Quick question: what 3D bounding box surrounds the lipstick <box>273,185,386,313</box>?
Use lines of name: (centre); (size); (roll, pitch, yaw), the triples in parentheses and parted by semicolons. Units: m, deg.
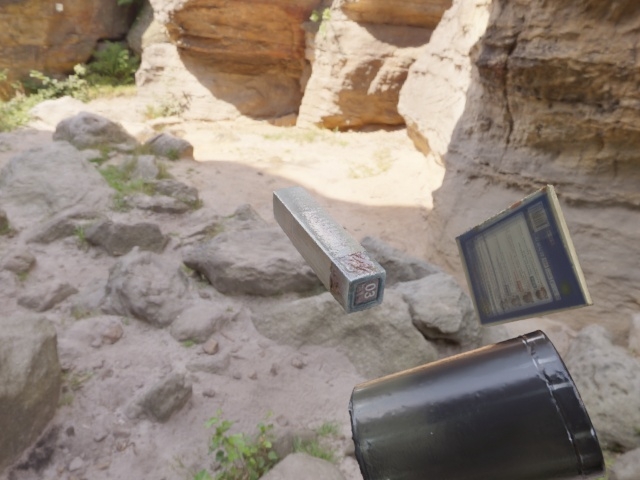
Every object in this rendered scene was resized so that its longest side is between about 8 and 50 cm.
lipstick: (0.000, 0.000, 0.924); (0.076, 0.079, 0.371); (-14, 35, -22)

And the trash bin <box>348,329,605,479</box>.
trash bin: (0.214, 0.272, 0.682); (0.302, 0.203, 0.252); (-20, 18, 13)

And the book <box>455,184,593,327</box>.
book: (0.397, 0.051, 0.949); (0.018, 0.228, 0.322); (-6, -15, -17)
